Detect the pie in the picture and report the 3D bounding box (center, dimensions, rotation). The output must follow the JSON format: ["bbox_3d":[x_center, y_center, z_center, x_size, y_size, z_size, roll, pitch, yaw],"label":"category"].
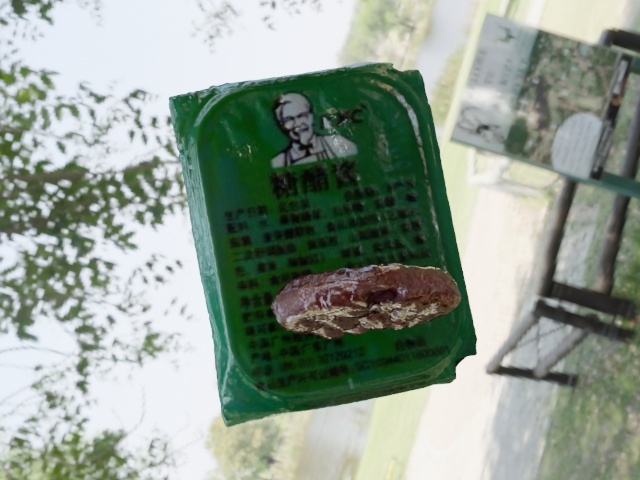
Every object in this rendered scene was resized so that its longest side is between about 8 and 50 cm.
[{"bbox_3d":[0.037,0.050,0.724,0.154,0.154,0.036,107,159,-72],"label":"pie"}]

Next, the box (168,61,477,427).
[{"bbox_3d":[0.000,0.000,0.929,0.106,0.264,0.337,133,128,-80],"label":"box"}]
